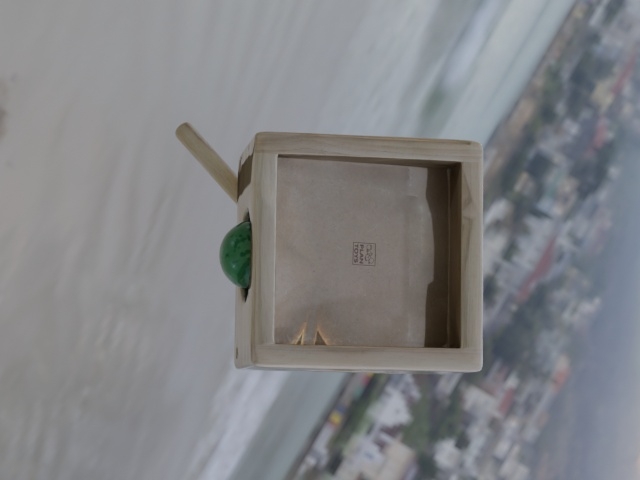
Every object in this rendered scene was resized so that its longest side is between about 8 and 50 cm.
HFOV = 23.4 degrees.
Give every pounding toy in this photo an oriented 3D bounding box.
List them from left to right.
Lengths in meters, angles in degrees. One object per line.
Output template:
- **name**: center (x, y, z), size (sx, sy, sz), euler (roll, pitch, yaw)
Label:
- **pounding toy**: center (0.000, 0.000, 0.769), size (0.100, 0.141, 0.130), euler (146, -55, -79)
